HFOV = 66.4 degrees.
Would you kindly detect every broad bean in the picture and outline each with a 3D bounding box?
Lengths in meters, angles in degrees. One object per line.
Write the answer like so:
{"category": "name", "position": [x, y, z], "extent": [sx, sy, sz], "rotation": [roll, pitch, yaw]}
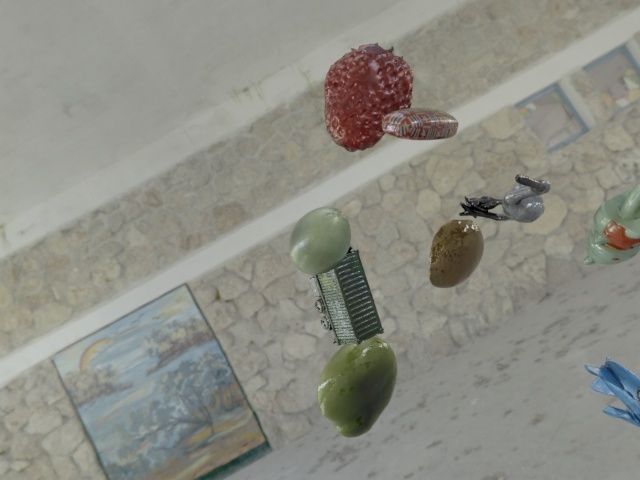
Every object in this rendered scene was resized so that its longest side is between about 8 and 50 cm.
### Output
{"category": "broad bean", "position": [0.098, 0.389, 1.298], "extent": [0.238, 0.290, 0.119], "rotation": [4, 16, -30]}

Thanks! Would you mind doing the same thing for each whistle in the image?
{"category": "whistle", "position": [0.554, -0.029, 0.890], "extent": [0.101, 0.106, 0.253], "rotation": [-50, -28, -27]}

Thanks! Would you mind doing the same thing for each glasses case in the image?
{"category": "glasses case", "position": [0.186, -0.210, 0.873], "extent": [0.195, 0.073, 0.049], "rotation": [-17, -56, -48]}

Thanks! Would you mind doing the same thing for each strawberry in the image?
{"category": "strawberry", "position": [0.091, -0.292, 1.065], "extent": [0.205, 0.205, 0.244], "rotation": [-42, 25, 59]}

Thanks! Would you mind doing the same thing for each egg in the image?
{"category": "egg", "position": [0.000, 0.000, 0.945], "extent": [0.114, 0.114, 0.152], "rotation": [-19, -29, -50]}

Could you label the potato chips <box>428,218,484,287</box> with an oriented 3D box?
{"category": "potato chips", "position": [0.387, 0.046, 1.368], "extent": [0.208, 0.195, 0.062], "rotation": [-47, 30, -5]}

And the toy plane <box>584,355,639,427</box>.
{"category": "toy plane", "position": [0.607, 0.310, 0.863], "extent": [0.254, 0.271, 0.105], "rotation": [1, -61, -42]}

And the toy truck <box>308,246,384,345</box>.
{"category": "toy truck", "position": [0.036, 0.095, 1.078], "extent": [0.088, 0.258, 0.121], "rotation": [-18, 0, -35]}

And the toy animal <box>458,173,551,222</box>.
{"category": "toy animal", "position": [0.459, -0.087, 1.134], "extent": [0.195, 0.090, 0.324], "rotation": [2, -6, -8]}
